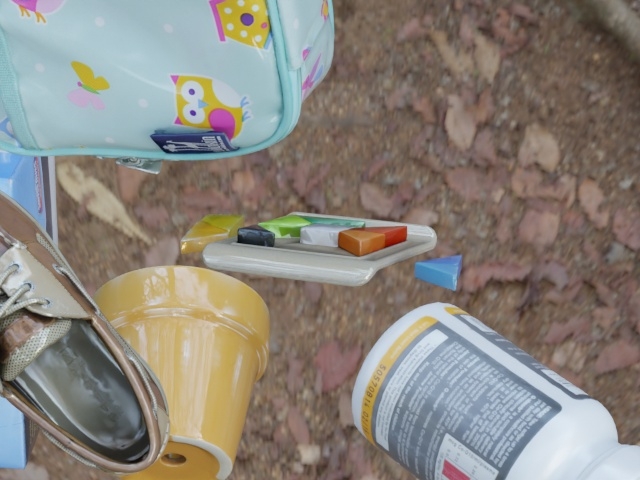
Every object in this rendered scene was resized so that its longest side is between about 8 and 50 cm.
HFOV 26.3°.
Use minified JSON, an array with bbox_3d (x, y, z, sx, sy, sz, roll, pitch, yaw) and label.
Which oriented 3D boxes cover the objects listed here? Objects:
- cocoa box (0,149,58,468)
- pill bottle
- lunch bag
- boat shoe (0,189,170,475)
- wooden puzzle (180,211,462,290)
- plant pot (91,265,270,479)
[{"bbox_3d":[-0.414,0.044,1.487,0.231,0.347,0.228,3,25,-1],"label":"cocoa box"},{"bbox_3d":[0.175,0.188,1.282,0.162,0.162,0.278,-43,53,-16],"label":"pill bottle"},{"bbox_3d":[-0.117,-0.167,0.707,0.224,0.279,0.108,0,34,16],"label":"lunch bag"},{"bbox_3d":[-0.232,0.060,1.075,0.324,0.116,0.123,45,83,-14],"label":"boat shoe"},{"bbox_3d":[0.000,0.000,0.511,0.116,0.078,0.014,5,104,17],"label":"wooden puzzle"},{"bbox_3d":[-0.157,0.161,1.474,0.205,0.205,0.188,0,53,-1],"label":"plant pot"}]
